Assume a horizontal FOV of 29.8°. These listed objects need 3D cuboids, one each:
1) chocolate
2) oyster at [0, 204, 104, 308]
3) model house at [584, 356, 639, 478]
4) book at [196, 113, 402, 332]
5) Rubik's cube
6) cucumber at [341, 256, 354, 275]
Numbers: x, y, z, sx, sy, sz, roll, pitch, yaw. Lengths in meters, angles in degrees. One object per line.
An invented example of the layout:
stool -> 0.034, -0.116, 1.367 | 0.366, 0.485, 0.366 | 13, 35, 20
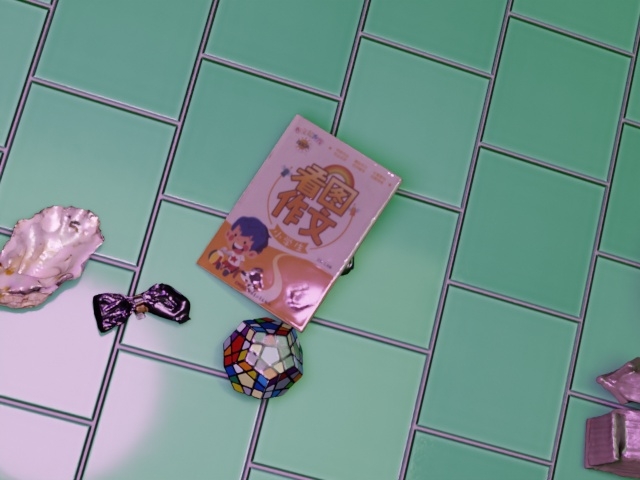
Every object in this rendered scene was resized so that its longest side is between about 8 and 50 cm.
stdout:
chocolate -> -0.280, 0.105, 1.881 | 0.147, 0.070, 0.072 | -3, 70, -24
oyster -> -0.422, 0.032, 1.855 | 0.133, 0.072, 0.209 | 25, 56, -1
model house -> 0.533, 0.308, 1.991 | 0.188, 0.122, 0.229 | 4, 81, 24
book -> -0.033, -0.029, 1.924 | 0.208, 0.020, 0.295 | 32, 85, 11
Rubik's cube -> -0.088, 0.184, 1.877 | 0.133, 0.133, 0.112 | 9, 103, -11
cucumber -> 0.000, 0.000, 1.955 | 0.116, 0.062, 0.115 | -1, 78, 7
